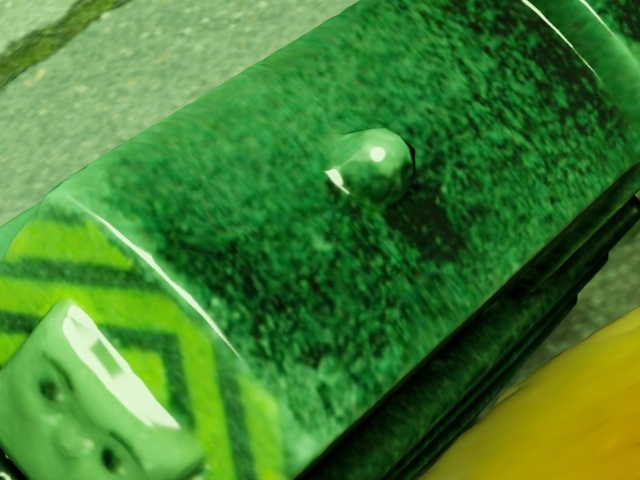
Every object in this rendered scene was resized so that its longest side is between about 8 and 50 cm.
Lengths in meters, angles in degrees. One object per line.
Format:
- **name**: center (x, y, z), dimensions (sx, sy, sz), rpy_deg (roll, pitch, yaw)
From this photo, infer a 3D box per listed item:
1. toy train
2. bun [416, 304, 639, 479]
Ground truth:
- **toy train**: center (0.000, 0.000, 0.524), dimensions (0.138, 0.178, 0.330), rpy_deg (46, 42, 5)
- **bun**: center (0.163, 0.105, 0.463), dimensions (0.299, 0.165, 0.299), rpy_deg (-22, 16, 7)
